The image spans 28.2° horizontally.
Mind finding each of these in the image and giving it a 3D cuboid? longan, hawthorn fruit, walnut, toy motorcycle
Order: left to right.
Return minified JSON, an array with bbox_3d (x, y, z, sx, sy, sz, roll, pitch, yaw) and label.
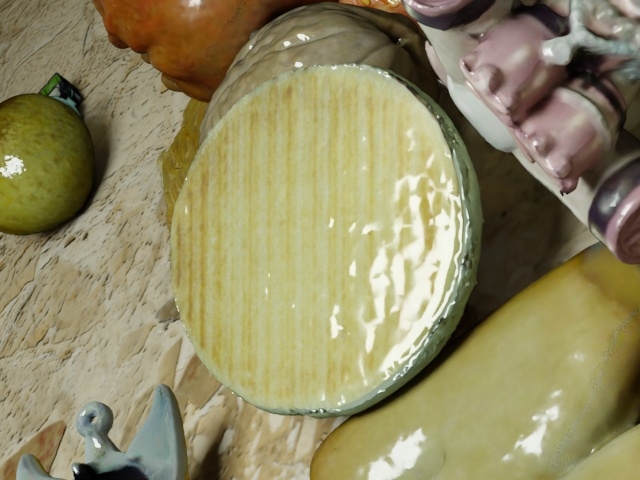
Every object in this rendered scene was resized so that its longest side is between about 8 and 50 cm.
[{"bbox_3d":[-0.332,-0.089,1.405,0.145,0.176,0.154,-34,22,48],"label":"longan"},{"bbox_3d":[-0.357,-0.118,1.555,0.173,0.058,0.100,-48,29,4],"label":"toy motorcycle"},{"bbox_3d":[-0.090,-0.257,1.168,0.258,0.258,0.262,4,70,50],"label":"hawthorn fruit"},{"bbox_3d":[-0.010,-0.101,1.059,0.230,0.178,0.178,-32,40,36],"label":"walnut"}]

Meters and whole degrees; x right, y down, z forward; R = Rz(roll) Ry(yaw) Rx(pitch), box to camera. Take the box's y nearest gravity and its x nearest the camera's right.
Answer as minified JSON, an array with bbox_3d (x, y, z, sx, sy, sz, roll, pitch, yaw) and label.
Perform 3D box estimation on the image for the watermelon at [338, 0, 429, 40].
[{"bbox_3d":[0.045,-0.197,1.138,0.135,0.094,0.125,-48,48,9],"label":"watermelon"}]

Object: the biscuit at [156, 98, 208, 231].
[{"bbox_3d":[-0.103,-0.124,1.295,0.176,0.031,0.228,-29,42,27],"label":"biscuit"}]

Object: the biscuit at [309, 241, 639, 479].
[{"bbox_3d":[0.116,0.147,0.795,0.291,0.062,0.237,-38,38,22],"label":"biscuit"}]

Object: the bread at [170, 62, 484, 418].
[{"bbox_3d":[0.000,0.000,0.911,0.267,0.040,0.267,-8,77,35],"label":"bread"}]

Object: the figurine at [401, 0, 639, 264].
[{"bbox_3d":[0.227,-0.189,0.786,0.361,0.253,0.211,-40,24,11],"label":"figurine"}]

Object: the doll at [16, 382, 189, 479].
[{"bbox_3d":[-0.147,0.256,0.960,0.145,0.103,0.316,-48,41,34],"label":"doll"}]
